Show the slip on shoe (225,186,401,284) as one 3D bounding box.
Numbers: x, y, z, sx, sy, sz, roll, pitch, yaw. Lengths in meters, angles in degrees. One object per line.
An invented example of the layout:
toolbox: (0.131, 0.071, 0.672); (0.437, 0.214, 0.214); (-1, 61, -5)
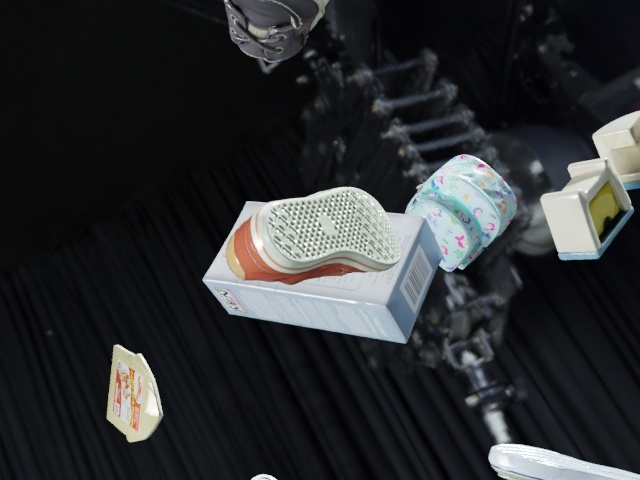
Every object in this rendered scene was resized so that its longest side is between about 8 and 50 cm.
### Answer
slip on shoe: (0.000, 0.000, 1.181); (0.101, 0.123, 0.331); (-26, -12, 34)

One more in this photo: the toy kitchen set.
toy kitchen set: (0.334, -0.037, 0.787); (0.207, 0.122, 0.166); (-8, 27, 48)

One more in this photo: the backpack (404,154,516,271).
backpack: (0.328, -0.067, 2.111); (0.191, 0.225, 0.253); (-40, -8, -40)

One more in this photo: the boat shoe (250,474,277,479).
boat shoe: (-0.122, 0.490, 1.567); (0.267, 0.096, 0.088); (-56, -23, -61)

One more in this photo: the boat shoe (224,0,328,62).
boat shoe: (-0.053, -0.238, 0.949); (0.285, 0.102, 0.092); (-77, 13, -83)

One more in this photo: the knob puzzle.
knob puzzle: (-0.374, 0.325, 1.840); (0.030, 0.213, 0.213); (-3, -34, -42)

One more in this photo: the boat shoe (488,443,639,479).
boat shoe: (0.438, 0.433, 1.557); (0.302, 0.094, 0.109); (15, 2, 1)

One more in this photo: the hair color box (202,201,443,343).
hair color box: (0.001, 0.047, 1.548); (0.374, 0.185, 0.114); (6, -35, 33)
